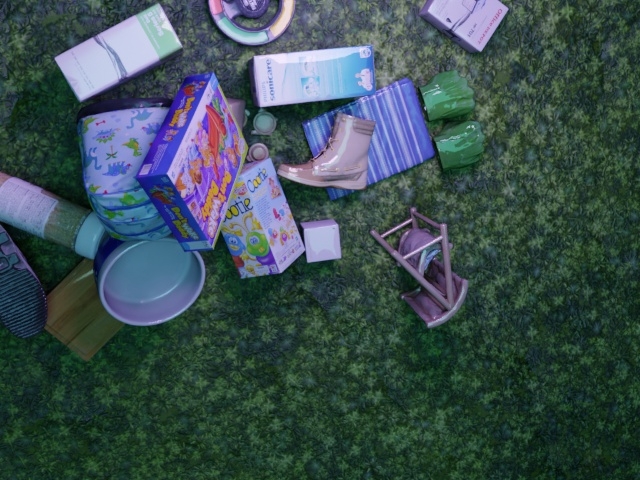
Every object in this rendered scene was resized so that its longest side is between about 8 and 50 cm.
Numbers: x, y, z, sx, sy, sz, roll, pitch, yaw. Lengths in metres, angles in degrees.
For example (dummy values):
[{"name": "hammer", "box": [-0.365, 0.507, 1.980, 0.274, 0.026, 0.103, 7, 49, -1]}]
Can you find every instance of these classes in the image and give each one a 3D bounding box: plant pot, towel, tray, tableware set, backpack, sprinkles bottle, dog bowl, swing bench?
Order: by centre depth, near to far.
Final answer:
[{"name": "backpack", "box": [-0.440, -0.170, 1.499, 0.289, 0.273, 0.356, -5, 75, -8]}, {"name": "sprinkles bottle", "box": [-0.707, -0.072, 1.578, 0.355, 0.121, 0.121, 23, 99, -3]}, {"name": "dog bowl", "box": [-0.435, 0.083, 1.601, 0.264, 0.104, 0.265, -16, 127, -22]}, {"name": "plant pot", "box": [-0.261, -0.320, 1.635, 0.108, 0.096, 0.109, 8, 100, 2]}, {"name": "tableware set", "box": [-0.199, -0.285, 1.710, 0.141, 0.020, 0.169, 14, 102, -12]}, {"name": "tray", "box": [-0.565, 0.115, 1.712, 0.411, 0.076, 0.203, -45, 107, 1]}, {"name": "swing bench", "box": [0.285, 0.072, 1.767, 0.165, 0.253, 0.255, -29, 108, -3]}, {"name": "towel", "box": [0.139, -0.285, 1.771, 0.335, 0.040, 0.243, -23, 108, -2]}]

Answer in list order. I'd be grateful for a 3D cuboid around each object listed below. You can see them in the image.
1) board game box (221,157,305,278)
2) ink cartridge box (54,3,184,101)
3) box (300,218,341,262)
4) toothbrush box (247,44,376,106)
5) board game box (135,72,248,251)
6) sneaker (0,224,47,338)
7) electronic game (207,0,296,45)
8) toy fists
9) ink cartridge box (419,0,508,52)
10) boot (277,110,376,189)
[{"name": "board game box", "box": [-0.175, -0.058, 1.680, 0.142, 0.144, 0.276, -9, 110, 32]}, {"name": "ink cartridge box", "box": [-0.477, -0.449, 1.522, 0.272, 0.198, 0.115, -29, 107, -3]}, {"name": "box", "box": [0.000, 0.000, 1.782, 0.101, 0.087, 0.101, -8, 105, -9]}, {"name": "toothbrush box", "box": [-0.028, -0.418, 1.608, 0.295, 0.216, 0.126, -9, 105, -7]}, {"name": "board game box", "box": [-0.278, -0.182, 1.437, 0.078, 0.347, 0.233, -4, 138, 18]}, {"name": "sneaker", "box": [-0.802, 0.090, 1.626, 0.122, 0.146, 0.331, -23, 106, -23]}, {"name": "electronic game", "box": [-0.176, -0.619, 1.617, 0.229, 0.048, 0.230, -3, 105, -10]}, {"name": "toy fists", "box": [0.374, -0.337, 1.769, 0.142, 0.096, 0.279, -18, 108, 5]}, {"name": "ink cartridge box", "box": [0.388, -0.621, 1.706, 0.190, 0.082, 0.140, 31, 96, -15]}, {"name": "boot", "box": [0.019, -0.245, 1.683, 0.261, 0.095, 0.204, 4, 107, -20]}]
